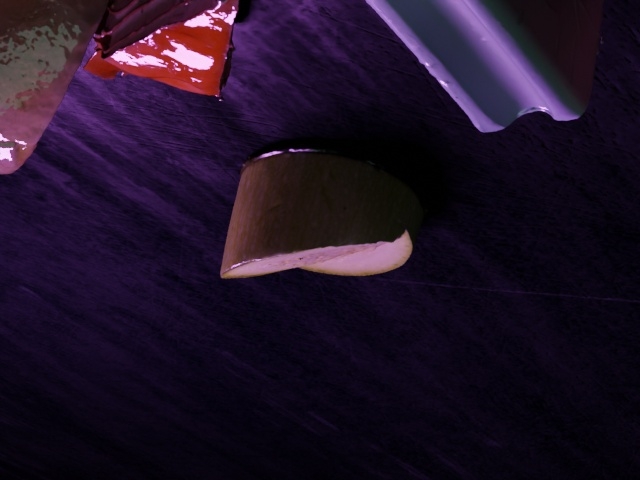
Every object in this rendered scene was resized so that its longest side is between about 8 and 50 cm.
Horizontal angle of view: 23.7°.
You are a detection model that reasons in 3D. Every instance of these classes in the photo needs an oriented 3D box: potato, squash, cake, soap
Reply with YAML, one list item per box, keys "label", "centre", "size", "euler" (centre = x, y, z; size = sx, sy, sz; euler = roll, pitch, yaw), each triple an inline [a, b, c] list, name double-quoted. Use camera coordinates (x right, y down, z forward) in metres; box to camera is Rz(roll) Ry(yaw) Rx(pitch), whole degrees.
- label: "potato"
  centre: [-0.295, -0.200, 1.276]
  size: [0.211, 0.189, 0.264]
  euler: [23, 153, -22]
- label: "squash"
  centre: [0.008, -0.005, 1.652]
  size: [0.220, 0.133, 0.220]
  euler: [5, 158, 2]
- label: "cake"
  centre: [-0.103, -0.199, 1.312]
  size: [0.135, 0.098, 0.287]
  euler: [23, 158, -21]
- label: "soap"
  centre: [0.099, -0.222, 1.068]
  size: [0.095, 0.173, 0.289]
  euler: [-7, 149, 33]
